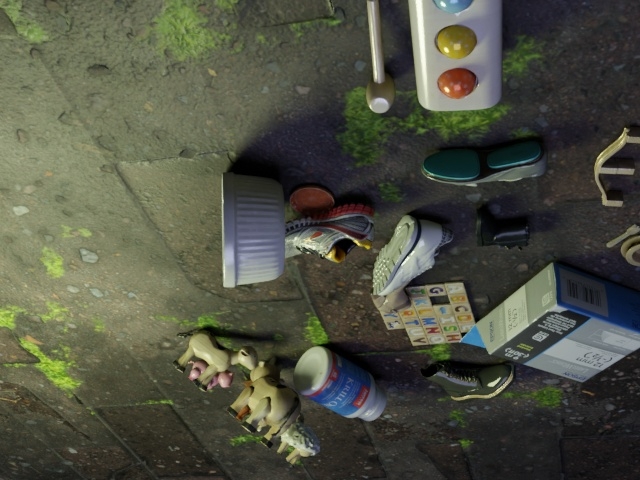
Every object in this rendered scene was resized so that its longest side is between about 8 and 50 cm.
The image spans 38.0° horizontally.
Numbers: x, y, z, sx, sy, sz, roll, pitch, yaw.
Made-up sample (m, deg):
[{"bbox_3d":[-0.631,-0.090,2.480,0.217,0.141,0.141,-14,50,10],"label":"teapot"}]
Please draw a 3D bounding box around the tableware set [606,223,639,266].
[{"bbox_3d":[0.646,0.000,1.731,0.128,0.039,0.194,23,141,-22],"label":"tableware set"}]

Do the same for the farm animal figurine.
[{"bbox_3d":[-0.154,0.344,2.189,0.327,0.172,0.330,31,166,44],"label":"farm animal figurine"}]

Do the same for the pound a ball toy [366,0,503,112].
[{"bbox_3d":[0.153,-0.292,1.318,0.208,0.136,0.319,-1,143,9],"label":"pound a ball toy"}]

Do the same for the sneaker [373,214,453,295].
[{"bbox_3d":[0.172,0.043,1.821,0.095,0.090,0.235,8,146,-19],"label":"sneaker"}]

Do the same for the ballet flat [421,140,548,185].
[{"bbox_3d":[0.282,-0.121,1.590,0.213,0.072,0.068,-7,146,16],"label":"ballet flat"}]

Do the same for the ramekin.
[{"bbox_3d":[-0.123,-0.019,1.677,0.109,0.207,0.207,0,144,-6],"label":"ramekin"}]

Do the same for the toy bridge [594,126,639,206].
[{"bbox_3d":[0.503,-0.127,1.588,0.063,0.026,0.188,3,144,5],"label":"toy bridge"}]

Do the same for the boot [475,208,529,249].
[{"bbox_3d":[0.341,-0.022,1.738,0.099,0.045,0.121,0,151,12],"label":"boot"}]

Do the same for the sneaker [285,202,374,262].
[{"bbox_3d":[0.000,0.000,1.755,0.225,0.092,0.088,-18,159,31],"label":"sneaker"}]

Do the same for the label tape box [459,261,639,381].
[{"bbox_3d":[0.491,0.204,1.967,0.249,0.115,0.347,18,140,-19],"label":"label tape box"}]

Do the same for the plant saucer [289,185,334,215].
[{"bbox_3d":[-0.015,-0.076,1.737,0.083,0.013,0.083,3,143,2],"label":"plant saucer"}]

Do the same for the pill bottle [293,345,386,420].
[{"bbox_3d":[0.053,0.348,2.215,0.221,0.124,0.124,32,136,-33],"label":"pill bottle"}]

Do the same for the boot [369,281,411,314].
[{"bbox_3d":[0.163,0.113,1.943,0.118,0.042,0.087,-25,132,31],"label":"boot"}]

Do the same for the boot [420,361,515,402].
[{"bbox_3d":[0.345,0.317,2.181,0.137,0.077,0.198,33,135,-25],"label":"boot"}]

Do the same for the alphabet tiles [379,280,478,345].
[{"bbox_3d":[0.235,0.165,2.038,0.198,0.009,0.237,-7,142,16],"label":"alphabet tiles"}]
